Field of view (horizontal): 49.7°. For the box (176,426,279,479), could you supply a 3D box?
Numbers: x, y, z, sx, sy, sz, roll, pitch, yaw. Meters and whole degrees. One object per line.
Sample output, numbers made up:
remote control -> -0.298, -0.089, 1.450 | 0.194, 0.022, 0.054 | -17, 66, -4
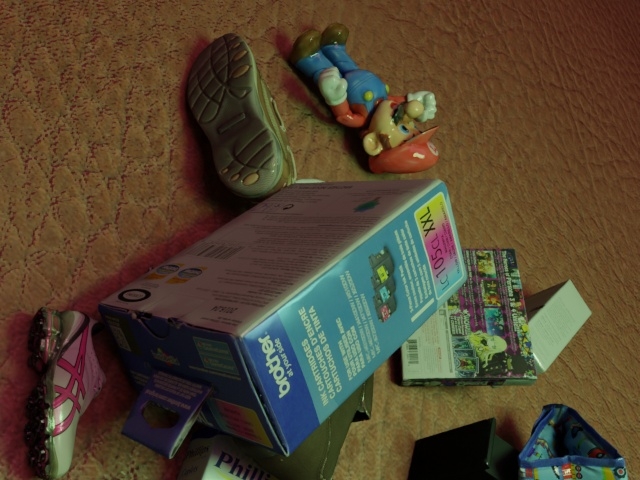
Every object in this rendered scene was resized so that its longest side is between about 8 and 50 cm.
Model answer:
box -> -0.101, 0.302, 0.800 | 0.126, 0.072, 0.137 | 33, 48, -21

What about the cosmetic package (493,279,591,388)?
cosmetic package -> 0.382, 0.164, 1.244 | 0.231, 0.117, 0.085 | -32, 88, -46

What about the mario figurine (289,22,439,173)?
mario figurine -> 0.103, -0.260, 1.219 | 0.198, 0.170, 0.320 | -39, 84, -11

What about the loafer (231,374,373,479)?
loafer -> 0.006, 0.178, 0.893 | 0.130, 0.134, 0.366 | 64, 33, -17

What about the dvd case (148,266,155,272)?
dvd case -> -0.181, 0.096, 0.897 | 0.087, 0.013, 0.119 | 10, 59, -35

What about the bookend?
bookend -> 0.239, 0.340, 0.995 | 0.156, 0.157, 0.072 | 36, 48, -17

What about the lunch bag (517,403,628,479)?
lunch bag -> 0.365, 0.379, 1.013 | 0.293, 0.138, 0.221 | -7, 92, -74

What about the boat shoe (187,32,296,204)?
boat shoe -> -0.116, -0.179, 1.053 | 0.116, 0.123, 0.324 | 43, 27, -55

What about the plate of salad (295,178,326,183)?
plate of salad -> 0.000, 0.000, 1.074 | 0.200, 0.048, 0.199 | 17, 62, -36

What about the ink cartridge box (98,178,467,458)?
ink cartridge box -> -0.058, 0.076, 0.787 | 0.395, 0.270, 0.151 | -34, 115, -37

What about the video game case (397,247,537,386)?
video game case -> 0.226, 0.120, 1.121 | 0.210, 0.042, 0.232 | -1, 60, -1

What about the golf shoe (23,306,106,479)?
golf shoe -> -0.270, 0.162, 0.747 | 0.086, 0.067, 0.186 | 13, 58, -35
